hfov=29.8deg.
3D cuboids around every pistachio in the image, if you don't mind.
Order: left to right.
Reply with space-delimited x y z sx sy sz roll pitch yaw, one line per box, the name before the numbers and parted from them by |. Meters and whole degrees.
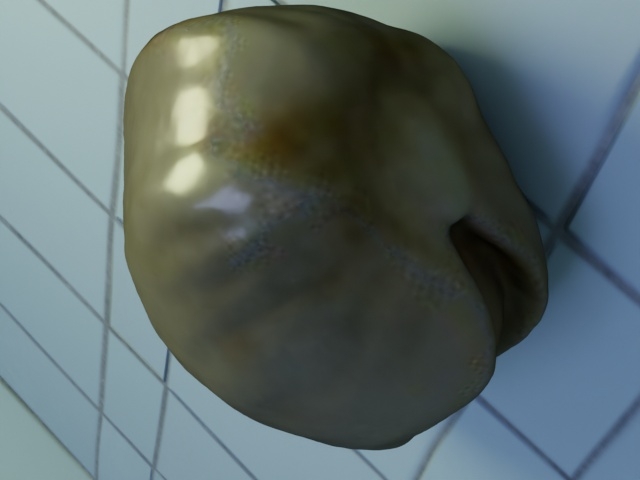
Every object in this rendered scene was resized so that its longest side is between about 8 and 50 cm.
pistachio | 0.000 0.000 0.951 0.365 0.281 0.446 26 153 25
